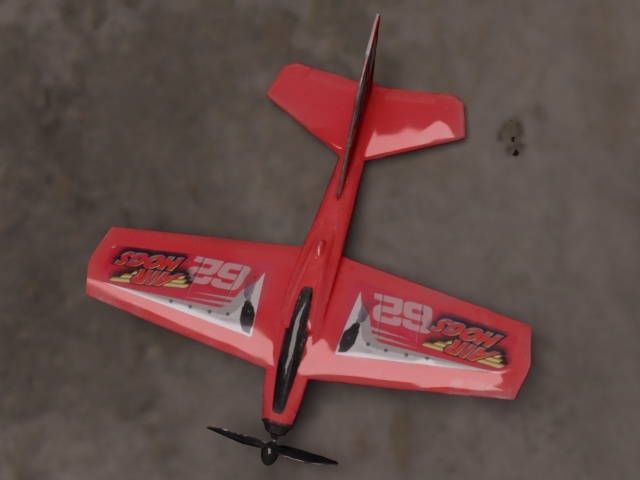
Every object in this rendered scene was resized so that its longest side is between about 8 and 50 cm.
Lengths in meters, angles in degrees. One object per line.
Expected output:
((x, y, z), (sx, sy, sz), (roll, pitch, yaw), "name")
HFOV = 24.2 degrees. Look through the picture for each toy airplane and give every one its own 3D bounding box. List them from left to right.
((0.000, 0.000, 0.491), (0.151, 0.028, 0.151), (-2, 81, 10), "toy airplane")
